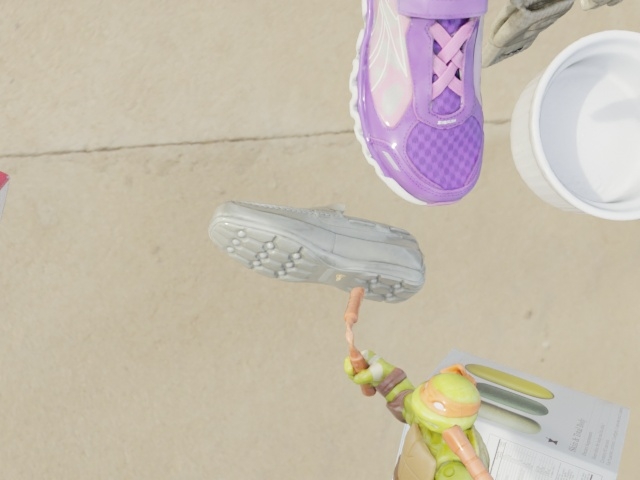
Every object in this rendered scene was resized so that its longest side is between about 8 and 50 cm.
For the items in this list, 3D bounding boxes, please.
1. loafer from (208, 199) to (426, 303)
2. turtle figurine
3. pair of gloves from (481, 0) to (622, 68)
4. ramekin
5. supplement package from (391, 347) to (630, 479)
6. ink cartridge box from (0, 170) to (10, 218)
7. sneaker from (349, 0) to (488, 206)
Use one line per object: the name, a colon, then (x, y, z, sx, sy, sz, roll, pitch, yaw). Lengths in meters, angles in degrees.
loafer: (0.000, 0.000, 1.080, 0.319, 0.112, 0.111, 17, 53, -23)
turtle figurine: (0.068, 0.161, 0.516, 0.087, 0.269, 0.217, -1, 115, -19)
pair of gloves: (0.284, -0.271, 0.826, 0.240, 0.204, 0.042, -26, 88, 0)
ramekin: (0.427, -0.166, 1.192, 0.277, 0.135, 0.277, 0, 89, -8)
supplement package: (0.257, 0.306, 1.070, 0.199, 0.262, 0.198, -26, 129, -61)
ink cartridge box: (-0.587, -0.042, 0.971, 0.306, 0.131, 0.226, 24, 41, -6)
sneaker: (0.075, -0.141, 0.529, 0.095, 0.104, 0.236, -6, 92, -16)
